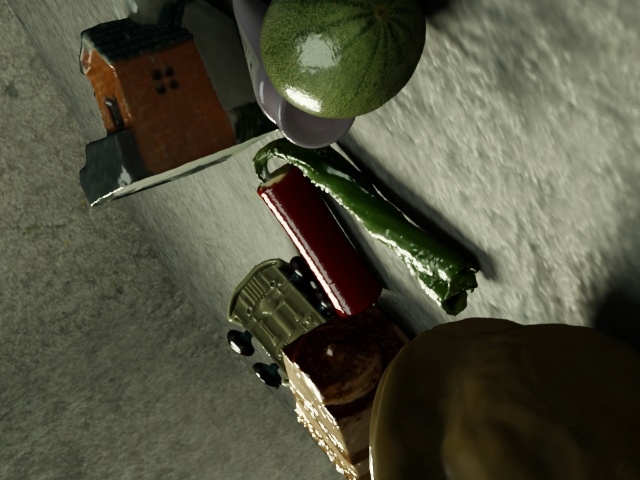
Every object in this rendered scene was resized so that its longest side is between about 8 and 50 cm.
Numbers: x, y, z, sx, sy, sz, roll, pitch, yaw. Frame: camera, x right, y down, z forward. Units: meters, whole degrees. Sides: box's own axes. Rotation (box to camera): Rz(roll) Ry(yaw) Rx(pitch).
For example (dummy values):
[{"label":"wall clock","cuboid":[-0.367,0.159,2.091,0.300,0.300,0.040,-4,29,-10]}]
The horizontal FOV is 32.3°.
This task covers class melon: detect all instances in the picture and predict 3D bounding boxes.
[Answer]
[{"label":"melon","cuboid":[0.017,-0.175,0.958,0.139,0.139,0.192,55,162,-8]}]

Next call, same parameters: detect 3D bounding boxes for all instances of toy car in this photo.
[{"label":"toy car","cuboid":[-0.025,0.161,1.975,0.248,0.204,0.198,46,-171,35]}]

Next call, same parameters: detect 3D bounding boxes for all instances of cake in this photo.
[{"label":"cake","cuboid":[0.065,0.220,1.732,0.196,0.199,0.293,49,163,38]}]

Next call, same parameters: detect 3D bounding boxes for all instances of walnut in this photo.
[{"label":"walnut","cuboid":[0.222,0.256,1.016,0.383,0.383,0.383,49,167,16]}]

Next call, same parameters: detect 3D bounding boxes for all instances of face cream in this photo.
[{"label":"face cream","cuboid":[-0.043,-0.198,1.255,0.154,0.096,0.274,59,179,-36]}]

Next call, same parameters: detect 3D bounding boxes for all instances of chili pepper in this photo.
[{"label":"chili pepper","cuboid":[0.053,-0.035,1.350,0.359,0.076,0.085,39,142,35]}]

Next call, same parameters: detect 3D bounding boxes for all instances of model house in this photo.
[{"label":"model house","cuboid":[-0.214,-0.225,1.438,0.190,0.271,0.300,-7,105,58]}]

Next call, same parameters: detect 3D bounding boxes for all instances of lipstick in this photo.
[{"label":"lipstick","cuboid":[0.000,0.000,1.612,0.241,0.080,0.080,56,167,-15]}]
